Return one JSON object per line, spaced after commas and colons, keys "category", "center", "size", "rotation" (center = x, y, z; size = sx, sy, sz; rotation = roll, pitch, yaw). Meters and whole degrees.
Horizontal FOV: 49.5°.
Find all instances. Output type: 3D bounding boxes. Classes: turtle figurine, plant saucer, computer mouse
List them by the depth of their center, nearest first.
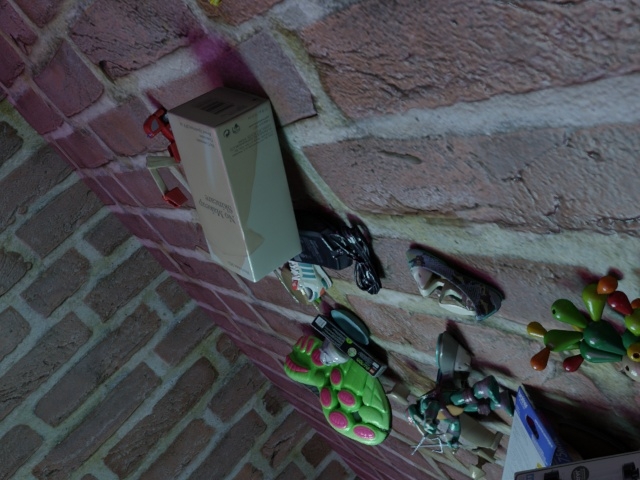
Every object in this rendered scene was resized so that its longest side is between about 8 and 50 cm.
{"category": "turtle figurine", "center": [0.243, 0.331, 1.329], "size": [0.175, 0.234, 0.118], "rotation": [25, -136, -53]}
{"category": "computer mouse", "center": [0.000, 0.000, 1.358], "size": [0.272, 0.072, 0.188], "rotation": [15, 147, 32]}
{"category": "plant saucer", "center": [0.078, 0.206, 1.702], "size": [0.119, 0.021, 0.119], "rotation": [39, 161, 16]}

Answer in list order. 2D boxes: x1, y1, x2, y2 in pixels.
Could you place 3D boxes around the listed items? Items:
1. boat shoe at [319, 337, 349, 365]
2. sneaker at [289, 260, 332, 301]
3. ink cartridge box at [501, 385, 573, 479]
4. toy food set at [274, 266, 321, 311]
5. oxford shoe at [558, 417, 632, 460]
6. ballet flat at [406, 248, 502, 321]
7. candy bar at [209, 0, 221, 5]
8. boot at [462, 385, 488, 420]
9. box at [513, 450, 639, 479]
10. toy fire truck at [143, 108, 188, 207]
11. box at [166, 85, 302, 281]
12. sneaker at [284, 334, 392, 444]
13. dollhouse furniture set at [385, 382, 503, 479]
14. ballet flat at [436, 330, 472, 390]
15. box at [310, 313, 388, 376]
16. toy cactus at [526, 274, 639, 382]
{"category": "boat shoe", "center": [0.026, 0.293, 1.798], "size": [0.066, 0.063, 0.184], "rotation": [38, -179, -13]}
{"category": "sneaker", "center": [-0.043, 0.071, 1.574], "size": [0.161, 0.075, 0.057], "rotation": [52, 160, -24]}
{"category": "ink cartridge box", "center": [0.378, 0.437, 1.223], "size": [0.185, 0.065, 0.310], "rotation": [-97, 8, -70]}
{"category": "toy food set", "center": [-0.051, 0.115, 1.764], "size": [0.132, 0.039, 0.192], "rotation": [56, 164, -14]}
{"category": "oxford shoe", "center": [0.478, 0.388, 1.145], "size": [0.227, 0.096, 0.082], "rotation": [42, 163, 12]}
{"category": "ballet flat", "center": [0.194, 0.071, 1.097], "size": [0.188, 0.070, 0.070], "rotation": [28, 156, 41]}
{"category": "candy bar", "center": [-0.132, -0.357, 0.923], "size": [0.040, 0.018, 0.161], "rotation": [51, 161, -10]}
{"category": "boot", "center": [0.319, 0.342, 1.473], "size": [0.087, 0.042, 0.118], "rotation": [32, 160, 15]}
{"category": "box", "center": [0.447, 0.395, 1.001], "size": [0.290, 0.087, 0.169], "rotation": [-23, 116, 31]}
{"category": "toy fire truck", "center": [-0.341, -0.183, 1.550], "size": [0.192, 0.135, 0.047], "rotation": [48, 161, -13]}
{"category": "box", "center": [-0.145, -0.097, 1.223], "size": [0.148, 0.121, 0.310], "rotation": [23, 136, 42]}
{"category": "sneaker", "center": [0.077, 0.404, 1.919], "size": [0.202, 0.185, 0.483], "rotation": [31, -178, -30]}
{"category": "dollhouse furniture set", "center": [0.300, 0.462, 1.464], "size": [0.356, 0.173, 0.303], "rotation": [34, 161, -1]}
{"category": "ballet flat", "center": [0.259, 0.234, 1.339], "size": [0.068, 0.072, 0.213], "rotation": [8, 151, 14]}
{"category": "box", "center": [0.075, 0.266, 1.760], "size": [0.207, 0.036, 0.114], "rotation": [38, 180, 17]}
{"category": "toy cactus", "center": [0.363, 0.135, 0.854], "size": [0.181, 0.112, 0.219], "rotation": [33, 152, 3]}
